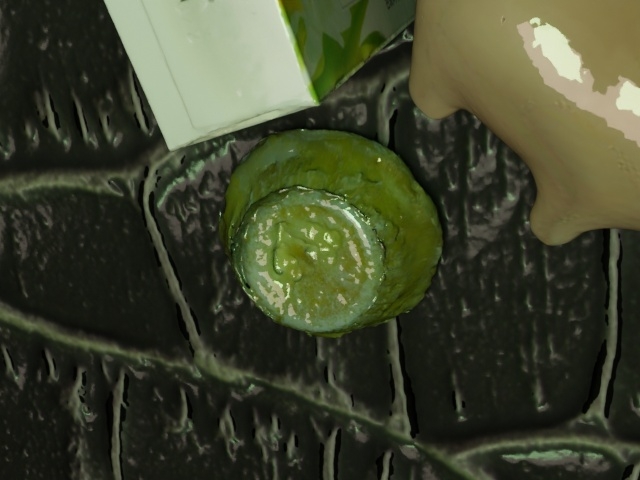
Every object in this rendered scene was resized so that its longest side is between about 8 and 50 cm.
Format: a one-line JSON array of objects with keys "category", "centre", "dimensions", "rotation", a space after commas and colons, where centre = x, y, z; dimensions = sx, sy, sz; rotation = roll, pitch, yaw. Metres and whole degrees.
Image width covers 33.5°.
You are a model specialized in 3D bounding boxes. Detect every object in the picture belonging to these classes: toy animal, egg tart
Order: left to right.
[{"category": "egg tart", "centre": [0.000, 0.000, 0.852], "dimensions": [0.197, 0.078, 0.197], "rotation": [7, 114, 17]}, {"category": "toy animal", "centre": [0.219, -0.108, 0.650], "dimensions": [0.326, 0.237, 0.269], "rotation": [41, 134, 2]}]

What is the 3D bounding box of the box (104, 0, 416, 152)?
[{"category": "box", "centre": [-0.038, -0.194, 0.668], "dimensions": [0.111, 0.260, 0.194], "rotation": [-13, 109, 27]}]
